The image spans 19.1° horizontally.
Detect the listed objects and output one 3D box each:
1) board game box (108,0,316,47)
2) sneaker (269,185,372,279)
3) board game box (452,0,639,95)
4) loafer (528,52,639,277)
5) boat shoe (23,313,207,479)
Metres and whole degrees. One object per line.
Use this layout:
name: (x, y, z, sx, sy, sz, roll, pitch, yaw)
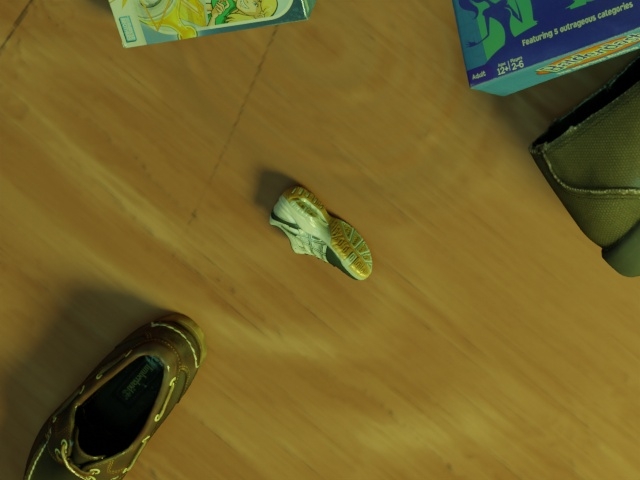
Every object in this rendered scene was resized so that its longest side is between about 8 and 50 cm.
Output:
board game box: (-0.093, -0.231, 1.252, 0.136, 0.035, 0.201, -7, 121, 17)
sneaker: (0.000, 0.000, 1.336, 0.083, 0.032, 0.037, 45, 126, 3)
board game box: (0.147, -0.212, 1.154, 0.160, 0.047, 0.210, -18, 76, 34)
loafer: (0.249, -0.143, 1.164, 0.130, 0.134, 0.366, 34, 112, 2)
boat shoe: (-0.163, 0.139, 1.398, 0.073, 0.073, 0.207, 36, 114, 0)
